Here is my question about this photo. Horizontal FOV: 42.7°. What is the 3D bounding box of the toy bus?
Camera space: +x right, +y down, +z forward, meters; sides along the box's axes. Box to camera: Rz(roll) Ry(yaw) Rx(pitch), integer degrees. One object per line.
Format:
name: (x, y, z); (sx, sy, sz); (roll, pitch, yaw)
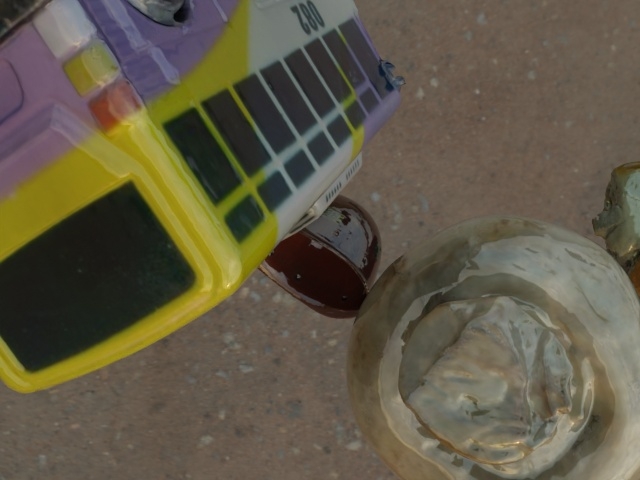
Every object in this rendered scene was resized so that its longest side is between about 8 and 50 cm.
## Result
toy bus: (-0.097, -0.100, 0.625); (0.249, 0.209, 0.440); (57, 26, -10)

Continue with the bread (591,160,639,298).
bread: (0.558, 0.008, 1.235); (0.225, 0.278, 0.250); (-66, 147, -28)

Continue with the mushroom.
mushroom: (0.156, 0.129, 0.726); (0.290, 0.297, 0.298); (-14, 92, -72)

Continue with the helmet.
helmet: (0.000, 0.000, 0.944); (0.106, 0.175, 0.155); (-58, 147, -32)
